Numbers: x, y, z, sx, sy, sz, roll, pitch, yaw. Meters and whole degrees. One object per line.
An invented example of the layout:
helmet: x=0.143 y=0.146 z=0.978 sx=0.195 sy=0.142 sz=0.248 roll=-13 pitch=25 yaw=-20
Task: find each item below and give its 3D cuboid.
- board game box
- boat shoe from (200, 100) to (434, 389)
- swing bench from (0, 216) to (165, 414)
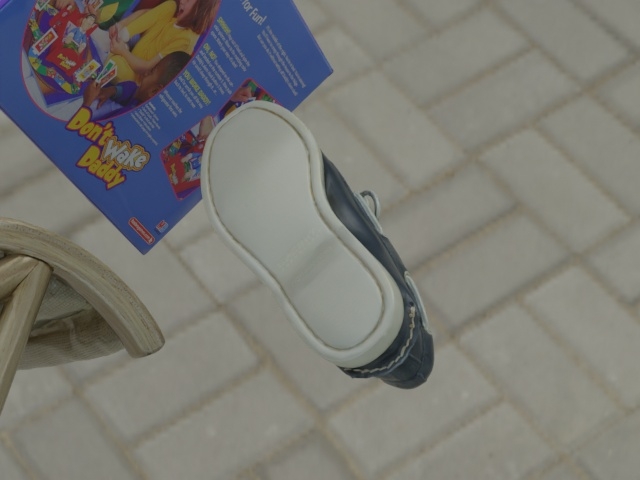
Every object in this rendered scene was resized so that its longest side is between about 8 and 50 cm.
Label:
board game box: x=-0.143 y=-0.157 z=1.279 sx=0.233 sy=0.347 sz=0.078 roll=-44 pitch=61 yaw=-5
boat shoe: x=0.000 y=0.000 z=1.083 sx=0.095 sy=0.079 sz=0.254 roll=-45 pitch=46 yaw=5
swing bench: x=-0.262 y=0.098 z=0.891 sx=0.165 sy=0.253 sz=0.254 roll=46 pitch=59 yaw=-19
